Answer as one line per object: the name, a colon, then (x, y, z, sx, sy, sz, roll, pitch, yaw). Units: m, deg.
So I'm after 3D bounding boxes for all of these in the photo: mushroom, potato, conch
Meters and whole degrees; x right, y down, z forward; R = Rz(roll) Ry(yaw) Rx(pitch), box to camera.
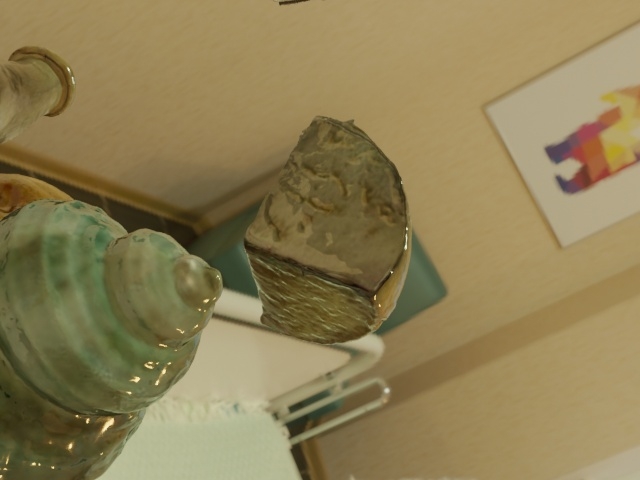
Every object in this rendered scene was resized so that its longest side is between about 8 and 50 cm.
mushroom: (-0.334, -0.142, 0.966, 0.096, 0.108, 0.247, 21, 15, 5)
potato: (0.034, 0.015, 1.215, 0.211, 0.189, 0.264, -61, 164, -26)
conch: (-0.182, 0.071, 0.616, 0.220, 0.277, 0.196, 44, 30, -64)

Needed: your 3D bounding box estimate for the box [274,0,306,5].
box: (-0.013, -0.329, 0.880, 0.145, 0.173, 0.333, 29, 0, -22)

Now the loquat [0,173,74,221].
loquat: (-0.386, 0.067, 1.176, 0.284, 0.275, 0.276, 77, 0, -51)
